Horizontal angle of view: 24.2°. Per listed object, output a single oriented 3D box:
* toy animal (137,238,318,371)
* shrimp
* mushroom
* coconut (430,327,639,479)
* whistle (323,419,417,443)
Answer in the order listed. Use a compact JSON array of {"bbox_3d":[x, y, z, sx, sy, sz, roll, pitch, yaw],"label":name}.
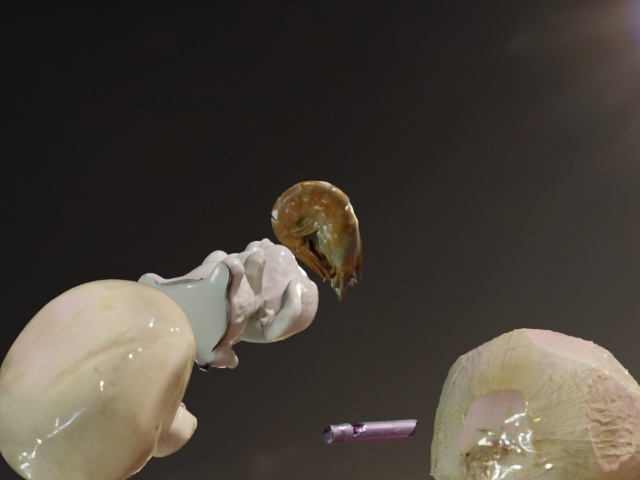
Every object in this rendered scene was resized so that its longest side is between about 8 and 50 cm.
[{"bbox_3d":[-0.118,0.099,2.316,0.289,0.174,0.249,-13,5,-31],"label":"toy animal"},{"bbox_3d":[0.000,-0.001,2.100,0.115,0.051,0.217,-7,-48,15],"label":"shrimp"},{"bbox_3d":[-0.225,0.160,1.586,0.202,0.246,0.246,34,-64,-29],"label":"mushroom"},{"bbox_3d":[0.291,0.258,1.979,0.297,0.297,0.254,-42,-38,18],"label":"coconut"},{"bbox_3d":[0.083,0.311,2.427,0.176,0.033,0.033,1,-35,-33],"label":"whistle"}]
